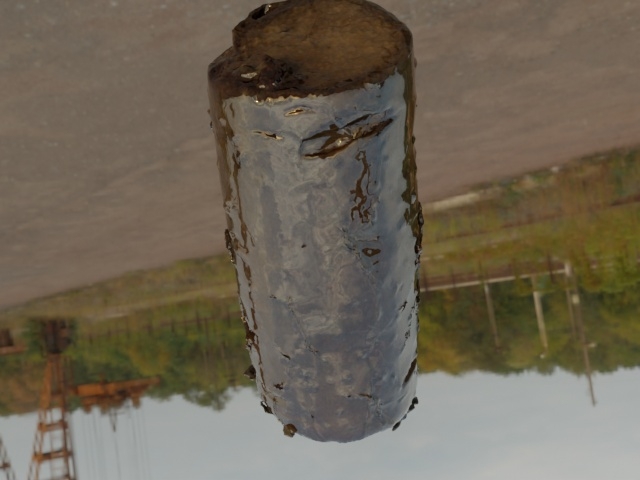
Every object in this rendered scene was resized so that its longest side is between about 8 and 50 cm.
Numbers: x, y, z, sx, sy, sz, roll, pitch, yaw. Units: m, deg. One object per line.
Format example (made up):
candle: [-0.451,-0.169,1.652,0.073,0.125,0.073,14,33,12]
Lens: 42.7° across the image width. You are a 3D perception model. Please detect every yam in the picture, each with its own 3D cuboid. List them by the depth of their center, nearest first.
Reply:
yam: [0.001,0.001,0.514,0.131,0.280,0.131,-3,-142,3]
